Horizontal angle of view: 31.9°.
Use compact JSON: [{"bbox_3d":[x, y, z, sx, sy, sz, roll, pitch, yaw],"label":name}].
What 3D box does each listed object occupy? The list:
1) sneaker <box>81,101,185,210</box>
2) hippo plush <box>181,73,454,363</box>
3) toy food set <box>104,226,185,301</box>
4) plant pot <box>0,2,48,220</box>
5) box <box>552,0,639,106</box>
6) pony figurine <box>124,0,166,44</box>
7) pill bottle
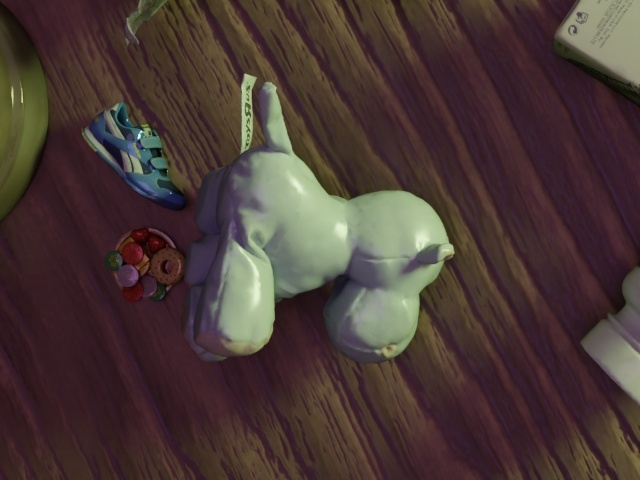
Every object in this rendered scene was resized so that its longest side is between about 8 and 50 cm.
[{"bbox_3d":[-0.195,-0.091,1.222,0.144,0.053,0.059,44,96,6],"label":"sneaker"},{"bbox_3d":[0.000,0.000,1.139,0.236,0.234,0.294,12,100,-15],"label":"hippo plush"},{"bbox_3d":[-0.195,0.027,1.240,0.082,0.020,0.083,-43,84,9],"label":"toy food set"},{"bbox_3d":[-0.491,-0.142,1.163,0.323,0.280,0.323,0,92,12],"label":"plant pot"},{"bbox_3d":[0.364,-0.155,1.083,0.275,0.113,0.094,35,98,9],"label":"box"},{"bbox_3d":[-0.072,-0.378,1.107,0.363,0.303,0.351,19,63,13],"label":"pony figurine"},{"bbox_3d":[0.367,0.055,1.076,0.131,0.131,0.229,45,99,7],"label":"pill bottle"}]
